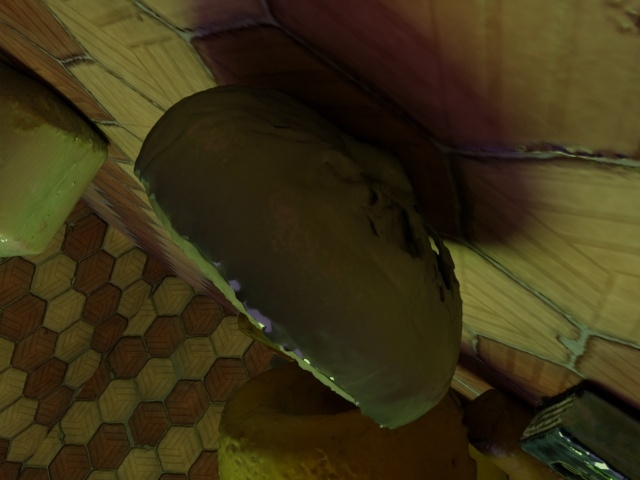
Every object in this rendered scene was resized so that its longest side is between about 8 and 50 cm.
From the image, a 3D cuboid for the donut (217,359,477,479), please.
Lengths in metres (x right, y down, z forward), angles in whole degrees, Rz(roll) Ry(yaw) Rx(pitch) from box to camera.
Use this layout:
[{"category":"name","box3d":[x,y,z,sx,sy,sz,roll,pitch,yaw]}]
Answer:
[{"category":"donut","box3d":[0.019,0.289,1.002,0.435,0.378,0.163,-144,44,-77]}]

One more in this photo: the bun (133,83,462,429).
[{"category":"bun","box3d":[0.000,0.000,0.481,0.287,0.146,0.287,47,176,4]}]

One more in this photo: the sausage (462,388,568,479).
[{"category":"sausage","box3d":[0.327,0.321,0.969,0.270,0.108,0.109,39,167,-20]}]

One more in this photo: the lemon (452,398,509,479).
[{"category":"lemon","box3d":[0.206,0.452,1.305,0.336,0.336,0.336,33,168,8]}]

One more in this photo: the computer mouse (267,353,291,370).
[{"category":"computer mouse","box3d":[0.007,0.284,1.471,0.297,0.184,0.121,29,152,38]}]

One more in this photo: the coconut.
[{"category":"coconut","box3d":[-0.534,-0.110,1.051,0.298,0.309,0.297,33,168,8]}]

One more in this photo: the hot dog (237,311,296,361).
[{"category":"hot dog","box3d":[-0.029,0.198,1.363,0.349,0.117,0.158,15,159,48]}]

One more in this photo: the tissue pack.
[{"category":"tissue pack","box3d":[0.322,0.242,0.726,0.173,0.073,0.235,32,167,16]}]
